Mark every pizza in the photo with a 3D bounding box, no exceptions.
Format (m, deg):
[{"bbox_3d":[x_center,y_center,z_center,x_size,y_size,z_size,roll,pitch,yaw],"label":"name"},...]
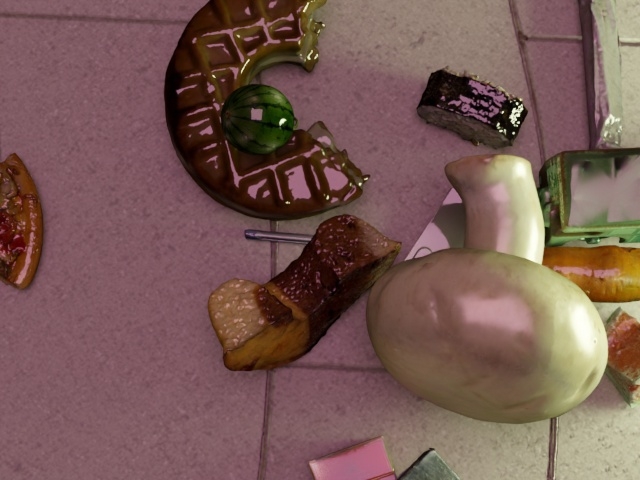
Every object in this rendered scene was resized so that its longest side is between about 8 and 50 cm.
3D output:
[{"bbox_3d":[-0.490,-0.015,1.916,0.193,0.053,0.201,-15,79,-2],"label":"pizza"}]

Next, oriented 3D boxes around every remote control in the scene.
[{"bbox_3d":[0.171,0.017,1.915,0.077,0.022,0.245,33,82,5],"label":"remote control"}]

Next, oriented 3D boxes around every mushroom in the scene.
[{"bbox_3d":[0.202,0.092,1.735,0.315,0.315,0.356,-24,109,-4],"label":"mushroom"}]

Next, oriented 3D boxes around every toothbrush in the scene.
[{"bbox_3d":[0.000,0.000,1.923,0.219,0.019,0.016,5,77,2],"label":"toothbrush"}]

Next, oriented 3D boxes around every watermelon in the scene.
[{"bbox_3d":[0.449,0.175,1.831,0.098,0.158,0.121,-46,109,-8],"label":"watermelon"},{"bbox_3d":[-0.080,-0.160,1.803,0.109,0.109,0.109,0,79,1],"label":"watermelon"}]

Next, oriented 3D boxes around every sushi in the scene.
[{"bbox_3d":[0.217,-0.190,1.922,0.150,0.090,0.078,22,76,7],"label":"sushi"}]

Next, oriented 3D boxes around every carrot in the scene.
[{"bbox_3d":[0.371,0.047,1.875,0.193,0.087,0.087,1,79,0],"label":"carrot"}]

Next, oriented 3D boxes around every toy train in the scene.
[{"bbox_3d":[0.460,-0.064,1.859,0.326,0.159,0.129,-2,81,-1],"label":"toy train"}]

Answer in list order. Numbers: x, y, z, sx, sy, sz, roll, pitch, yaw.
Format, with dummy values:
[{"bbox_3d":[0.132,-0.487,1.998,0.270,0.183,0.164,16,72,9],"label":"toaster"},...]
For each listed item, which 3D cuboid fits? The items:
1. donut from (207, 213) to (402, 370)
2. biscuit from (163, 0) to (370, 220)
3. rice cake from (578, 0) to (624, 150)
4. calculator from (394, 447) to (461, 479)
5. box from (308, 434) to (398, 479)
[{"bbox_3d":[-0.034,0.078,1.855,0.295,0.151,0.112,-30,66,-17],"label":"donut"},{"bbox_3d":[-0.090,-0.199,1.916,0.268,0.115,0.366,-13,78,-2],"label":"biscuit"},{"bbox_3d":[0.406,-0.248,1.950,0.055,0.049,0.270,1,79,-21],"label":"rice cake"},{"bbox_3d":[0.184,0.420,1.797,0.161,0.021,0.261,-38,86,-31],"label":"calculator"},{"bbox_3d":[0.063,0.366,1.835,0.112,0.048,0.175,-20,79,-2],"label":"box"}]
